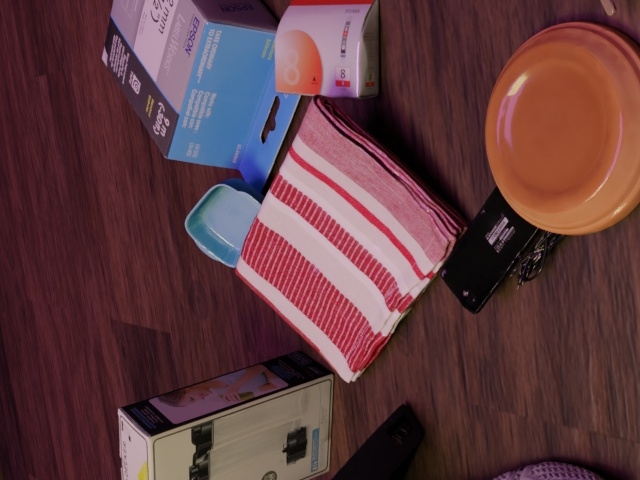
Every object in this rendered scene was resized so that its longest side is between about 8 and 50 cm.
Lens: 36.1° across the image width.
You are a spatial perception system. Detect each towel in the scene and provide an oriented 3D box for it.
[{"bbox_3d":[0.019,0.012,1.205,0.237,0.037,0.329,43,136,14],"label":"towel"}]

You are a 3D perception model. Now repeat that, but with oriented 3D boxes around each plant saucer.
[{"bbox_3d":[0.225,-0.104,0.915,0.200,0.037,0.200,8,100,52],"label":"plant saucer"}]

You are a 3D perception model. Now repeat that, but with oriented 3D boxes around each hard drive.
[{"bbox_3d":[0.033,0.323,1.178,0.054,0.254,0.172,32,129,18],"label":"hard drive"}]

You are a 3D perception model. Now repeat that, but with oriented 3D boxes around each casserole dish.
[{"bbox_3d":[-0.125,-0.028,1.421,0.114,0.037,0.188,40,144,-7],"label":"casserole dish"}]

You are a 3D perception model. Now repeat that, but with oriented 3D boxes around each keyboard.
[{"bbox_3d":[0.202,-0.001,1.013,0.100,0.038,0.192,58,133,35],"label":"keyboard"}]

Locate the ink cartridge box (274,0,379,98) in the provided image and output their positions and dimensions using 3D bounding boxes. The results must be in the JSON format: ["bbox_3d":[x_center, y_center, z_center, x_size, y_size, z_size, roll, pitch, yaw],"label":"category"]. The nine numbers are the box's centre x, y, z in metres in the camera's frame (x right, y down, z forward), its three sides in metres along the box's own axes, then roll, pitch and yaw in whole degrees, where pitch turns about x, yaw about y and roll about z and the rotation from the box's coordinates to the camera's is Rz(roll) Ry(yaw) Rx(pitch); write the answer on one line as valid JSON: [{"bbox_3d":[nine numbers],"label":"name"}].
[{"bbox_3d":[0.005,-0.262,1.173,0.145,0.045,0.179,12,112,44],"label":"ink cartridge box"}]

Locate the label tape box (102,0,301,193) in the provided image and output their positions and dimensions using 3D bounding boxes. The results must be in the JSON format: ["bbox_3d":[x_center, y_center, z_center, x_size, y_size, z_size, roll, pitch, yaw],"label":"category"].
[{"bbox_3d":[-0.175,-0.252,1.387,0.348,0.115,0.249,56,141,29],"label":"label tape box"}]

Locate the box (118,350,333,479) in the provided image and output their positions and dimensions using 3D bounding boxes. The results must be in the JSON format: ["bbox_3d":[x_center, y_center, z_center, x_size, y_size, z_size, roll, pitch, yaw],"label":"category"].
[{"bbox_3d":[-0.124,0.275,1.334,0.087,0.290,0.169,28,122,47],"label":"box"}]

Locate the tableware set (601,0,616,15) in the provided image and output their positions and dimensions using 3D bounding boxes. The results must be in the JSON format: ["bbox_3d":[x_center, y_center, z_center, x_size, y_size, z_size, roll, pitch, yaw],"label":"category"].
[{"bbox_3d":[0.255,-0.306,0.830,0.128,0.039,0.194,125,129,-61],"label":"tableware set"}]

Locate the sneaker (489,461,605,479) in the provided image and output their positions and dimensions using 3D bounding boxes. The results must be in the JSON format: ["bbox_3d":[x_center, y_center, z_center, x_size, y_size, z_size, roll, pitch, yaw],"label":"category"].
[{"bbox_3d":[0.197,0.383,1.063,0.366,0.137,0.210,-33,92,36],"label":"sneaker"}]
